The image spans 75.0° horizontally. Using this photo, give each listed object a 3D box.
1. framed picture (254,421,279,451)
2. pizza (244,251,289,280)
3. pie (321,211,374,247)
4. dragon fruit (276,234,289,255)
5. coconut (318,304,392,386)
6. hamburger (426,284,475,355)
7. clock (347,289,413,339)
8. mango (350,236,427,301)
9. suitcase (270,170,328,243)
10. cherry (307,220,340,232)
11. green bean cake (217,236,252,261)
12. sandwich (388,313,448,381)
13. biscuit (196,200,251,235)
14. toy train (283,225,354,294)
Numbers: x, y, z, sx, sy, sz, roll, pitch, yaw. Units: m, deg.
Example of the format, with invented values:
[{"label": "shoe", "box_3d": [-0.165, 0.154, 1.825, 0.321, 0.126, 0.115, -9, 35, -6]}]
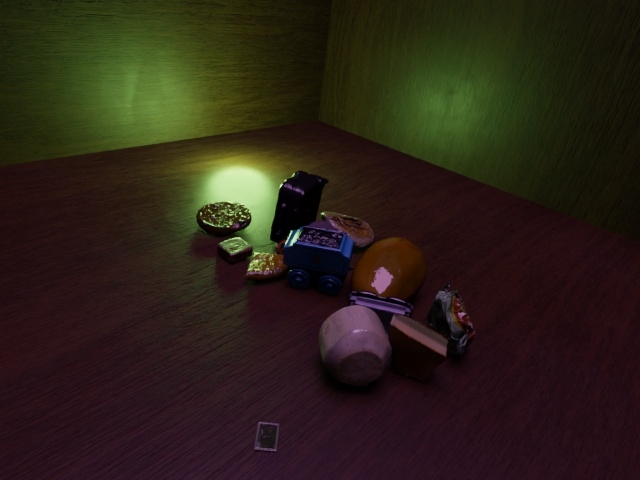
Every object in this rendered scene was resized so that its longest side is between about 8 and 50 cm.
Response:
[{"label": "framed picture", "box_3d": [-0.156, 0.571, 1.214, 0.066, 0.007, 0.089, 7, 31, -3]}, {"label": "pizza", "box_3d": [-0.248, 0.115, 1.917, 0.197, 0.058, 0.292, 29, 35, 34]}, {"label": "pie", "box_3d": [0.146, -0.073, 2.252, 0.338, 0.077, 0.339, 22, 21, -9]}, {"label": "dragon fruit", "box_3d": [-0.171, 0.033, 2.020, 0.086, 0.116, 0.081, 2, 25, -27]}, {"label": "coconut", "box_3d": [0.117, 0.352, 1.430, 0.244, 0.245, 0.247, 4, 30, -7]}, {"label": "hamburger", "box_3d": [0.492, 0.315, 1.627, 0.150, 0.261, 0.276, -15, -5, 7]}, {"label": "clock", "box_3d": [0.217, 0.301, 1.587, 0.253, 0.187, 0.083, 13, 25, 7]}, {"label": "mango", "box_3d": [0.295, 0.155, 1.819, 0.299, 0.232, 0.446, 23, 42, 16]}, {"label": "suitcase", "box_3d": [-0.118, -0.159, 2.132, 0.188, 0.346, 0.339, 22, 31, 11]}, {"label": "cherry", "box_3d": [0.000, 0.000, 2.046, 0.265, 0.184, 0.213, -22, 25, -21]}, {"label": "green bean cake", "box_3d": [-0.409, 0.046, 1.996, 0.135, 0.057, 0.135, -23, 42, -39]}, {"label": "sandwich", "box_3d": [0.306, 0.379, 1.472, 0.219, 0.186, 0.108, 31, 34, 3]}, {"label": "biscuit", "box_3d": [-0.515, -0.118, 2.230, 0.295, 0.075, 0.296, 6, 36, -5]}, {"label": "toy train", "box_3d": [-0.003, 0.082, 1.827, 0.299, 0.265, 0.188, 10, 33, 7]}]
